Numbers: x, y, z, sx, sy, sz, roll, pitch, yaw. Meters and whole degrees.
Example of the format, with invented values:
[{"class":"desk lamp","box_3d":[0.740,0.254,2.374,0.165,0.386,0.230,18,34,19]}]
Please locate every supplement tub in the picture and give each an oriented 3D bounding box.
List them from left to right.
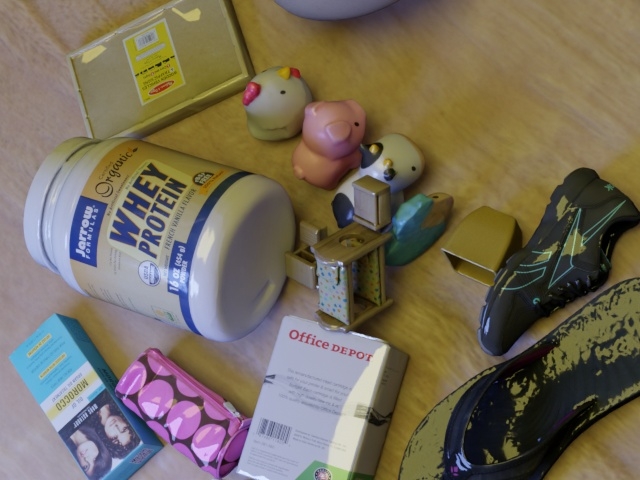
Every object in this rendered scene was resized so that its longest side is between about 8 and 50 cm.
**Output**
[{"class":"supplement tub","box_3d":[-0.218,-0.011,2.050,0.316,0.228,0.228,17,85,25]}]

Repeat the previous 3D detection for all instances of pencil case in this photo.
[{"class":"pencil case","box_3d":[-0.181,0.227,2.058,0.209,0.095,0.098,32,127,24]}]

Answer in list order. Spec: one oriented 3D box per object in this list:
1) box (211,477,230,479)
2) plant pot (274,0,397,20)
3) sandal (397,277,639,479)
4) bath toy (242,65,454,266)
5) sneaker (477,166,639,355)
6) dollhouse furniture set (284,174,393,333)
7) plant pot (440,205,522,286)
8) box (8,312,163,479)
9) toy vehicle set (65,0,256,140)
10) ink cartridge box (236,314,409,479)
[{"class":"box","box_3d":[-0.067,0.394,1.971,0.170,0.091,0.130,13,83,25]},{"class":"plant pot","box_3d":[0.012,-0.407,2.045,0.191,0.284,0.284,-48,59,46]},{"class":"sandal","box_3d":[0.254,0.202,1.869,0.446,0.107,0.167,-43,66,9]},{"class":"bath toy","box_3d":[0.020,-0.122,2.030,0.348,0.129,0.151,43,97,25]},{"class":"sneaker","box_3d":[0.294,0.039,1.894,0.106,0.101,0.267,34,93,23]},{"class":"dollhouse furniture set","box_3d":[0.000,0.000,1.954,0.161,0.101,0.182,26,132,38]},{"class":"plant pot","box_3d":[0.216,0.006,1.948,0.081,0.081,0.083,25,77,26]},{"class":"box","box_3d":[-0.332,0.226,2.137,0.100,0.060,0.244,-43,66,9]},{"class":"toy vehicle set","box_3d":[-0.235,-0.251,2.217,0.267,0.035,0.166,-23,70,17]},{"class":"ink cartridge box","box_3d":[0.005,0.224,1.977,0.160,0.092,0.219,15,84,25]}]
